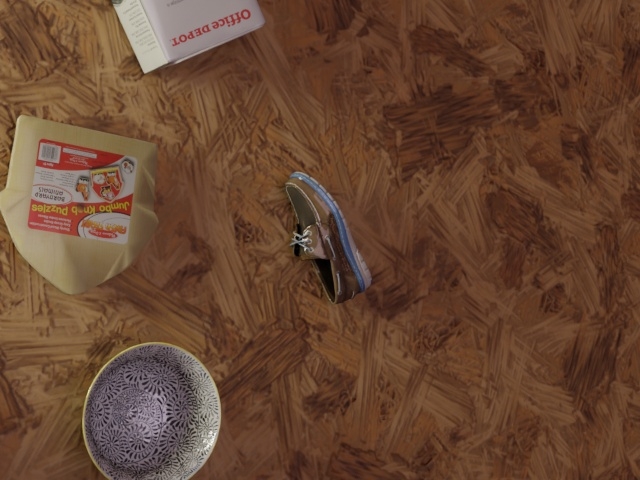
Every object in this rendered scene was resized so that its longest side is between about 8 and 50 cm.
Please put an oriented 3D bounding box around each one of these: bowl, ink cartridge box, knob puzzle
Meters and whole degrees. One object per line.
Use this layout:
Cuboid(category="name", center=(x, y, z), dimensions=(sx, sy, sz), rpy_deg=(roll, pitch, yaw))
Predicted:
Cuboid(category="bowl", center=(-0.208, 0.203, 1.383), dimensions=(0.170, 0.080, 0.170), rpy_deg=(3, 85, -30))
Cuboid(category="ink cartridge box", center=(-0.179, -0.321, 1.432), dimensions=(0.148, 0.086, 0.203), rpy_deg=(-28, 101, -29))
Cuboid(category="knob puzzle", center=(-0.282, -0.033, 1.384), dimensions=(0.213, 0.030, 0.213), rpy_deg=(3, 85, -31))

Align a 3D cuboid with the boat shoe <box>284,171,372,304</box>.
Cuboid(category="boat shoe", center=(0.000, 0.000, 1.527), dimensions=(0.066, 0.066, 0.183), rpy_deg=(-38, 105, -26))
